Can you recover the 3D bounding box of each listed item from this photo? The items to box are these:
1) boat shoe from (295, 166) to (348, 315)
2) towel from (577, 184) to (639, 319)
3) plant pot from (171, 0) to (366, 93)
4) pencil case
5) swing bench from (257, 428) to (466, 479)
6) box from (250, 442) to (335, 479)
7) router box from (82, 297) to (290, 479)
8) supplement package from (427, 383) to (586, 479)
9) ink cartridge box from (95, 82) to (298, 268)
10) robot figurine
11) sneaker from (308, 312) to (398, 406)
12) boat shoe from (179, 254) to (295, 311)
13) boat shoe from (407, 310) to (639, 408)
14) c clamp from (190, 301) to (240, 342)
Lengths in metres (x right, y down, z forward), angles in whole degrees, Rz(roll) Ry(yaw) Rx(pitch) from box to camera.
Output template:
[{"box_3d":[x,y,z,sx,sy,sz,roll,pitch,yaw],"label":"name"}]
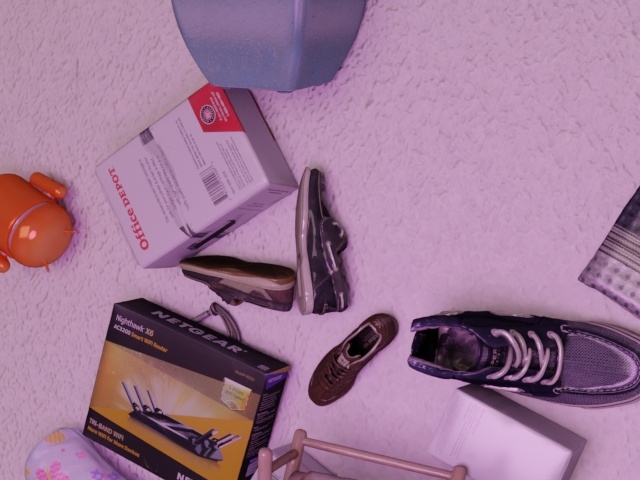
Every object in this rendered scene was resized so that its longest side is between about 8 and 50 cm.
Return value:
[{"box_3d":[0.000,0.000,1.547,0.079,0.084,0.233,-2,78,-10],"label":"boat shoe"},{"box_3d":[0.555,0.014,1.293,0.324,0.056,0.312,36,100,25],"label":"towel"},{"box_3d":[-0.076,-0.358,1.503,0.247,0.248,0.252,9,108,25],"label":"plant pot"},{"box_3d":[-0.372,0.428,1.672,0.273,0.113,0.124,30,92,23],"label":"pencil case"},{"box_3d":[0.040,0.412,1.321,0.253,0.165,0.255,10,93,19],"label":"swing bench"},{"box_3d":[-0.048,0.385,1.534,0.102,0.087,0.101,34,102,22],"label":"box"},{"box_3d":[-0.223,0.261,1.614,0.308,0.081,0.243,21,103,25],"label":"router box"},{"box_3d":[0.260,0.286,1.383,0.179,0.105,0.105,27,99,25],"label":"supplement package"},{"box_3d":[-0.205,-0.102,1.614,0.273,0.114,0.197,-32,76,20],"label":"ink cartridge box"},{"box_3d":[-0.530,-0.033,1.759,0.219,0.158,0.128,33,134,23],"label":"robot figurine"},{"box_3d":[0.036,0.179,1.511,0.066,0.071,0.188,46,106,20],"label":"sneaker"},{"box_3d":[-0.136,0.071,1.592,0.223,0.080,0.073,8,106,33],"label":"boat shoe"},{"box_3d":[0.279,0.163,1.349,0.340,0.158,0.127,3,89,26],"label":"boat shoe"},{"box_3d":[-0.209,0.154,1.656,0.160,0.022,0.137,-23,78,23],"label":"c clamp"}]
